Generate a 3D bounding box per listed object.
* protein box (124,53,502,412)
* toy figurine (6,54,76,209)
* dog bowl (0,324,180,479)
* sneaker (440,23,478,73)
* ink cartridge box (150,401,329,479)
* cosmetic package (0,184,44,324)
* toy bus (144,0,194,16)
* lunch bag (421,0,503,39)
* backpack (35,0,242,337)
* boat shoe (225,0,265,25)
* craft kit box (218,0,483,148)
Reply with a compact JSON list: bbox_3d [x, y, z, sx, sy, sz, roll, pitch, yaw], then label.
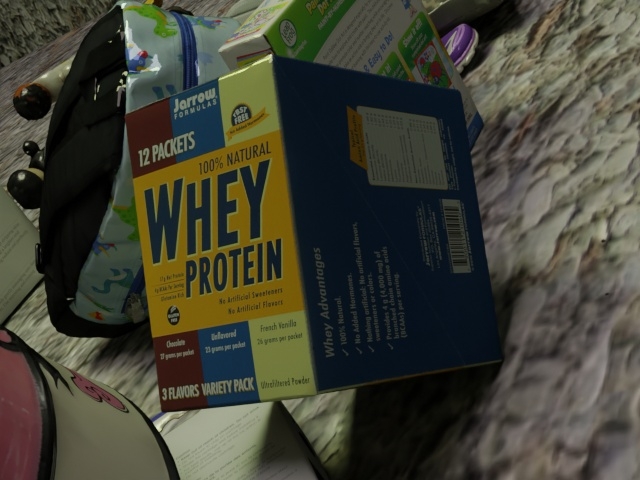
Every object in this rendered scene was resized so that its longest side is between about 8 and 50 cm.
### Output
[{"bbox_3d":[0.000,0.000,0.694,0.136,0.199,0.201,-13,-8,40],"label":"protein box"},{"bbox_3d":[-0.310,-0.128,1.390,0.213,0.209,0.148,20,37,11],"label":"toy figurine"},{"bbox_3d":[-0.286,0.205,0.582,0.408,0.150,0.408,-19,41,17],"label":"dog bowl"},{"bbox_3d":[0.107,-0.205,1.210,0.170,0.071,0.068,-32,23,3],"label":"sneaker"},{"bbox_3d":[-0.062,0.202,0.656,0.165,0.065,0.332,-35,25,-1],"label":"ink cartridge box"},{"bbox_3d":[-0.555,-0.041,1.357,0.156,0.385,0.217,-14,30,39],"label":"cosmetic package"},{"bbox_3d":[-0.233,-0.207,1.483,0.211,0.220,0.149,-32,25,18],"label":"toy bus"},{"bbox_3d":[0.113,-0.332,1.334,0.235,0.169,0.287,-28,29,17],"label":"lunch bag"},{"bbox_3d":[-0.154,-0.079,0.998,0.355,0.273,0.290,107,166,-66],"label":"backpack"},{"bbox_3d":[0.008,-0.362,1.617,0.335,0.121,0.119,-7,24,32],"label":"boat shoe"},{"bbox_3d":[0.043,-0.134,0.934,0.061,0.246,0.250,-10,32,35],"label":"craft kit box"}]
